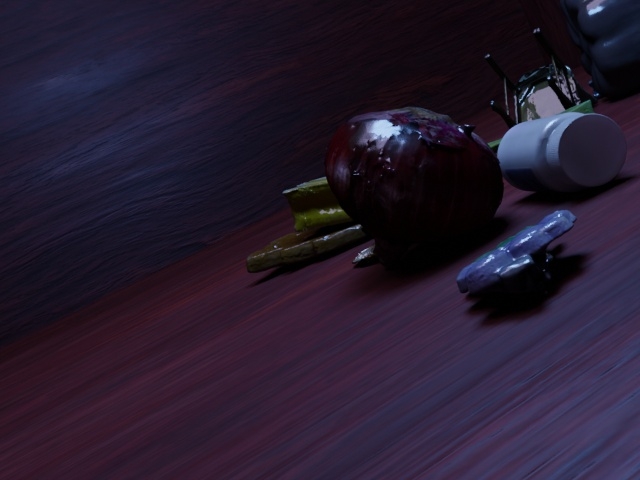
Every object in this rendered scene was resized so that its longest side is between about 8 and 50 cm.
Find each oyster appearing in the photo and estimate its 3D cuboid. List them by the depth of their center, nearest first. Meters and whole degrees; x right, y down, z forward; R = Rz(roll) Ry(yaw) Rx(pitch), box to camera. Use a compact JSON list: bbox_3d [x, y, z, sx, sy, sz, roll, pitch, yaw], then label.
[{"bbox_3d":[0.076,0.022,1.077,0.054,0.019,0.083,-45,3,-11],"label":"oyster"}]

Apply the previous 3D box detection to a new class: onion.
[{"bbox_3d":[0.114,-0.070,0.940,0.252,0.219,0.252,19,14,-5],"label":"onion"}]

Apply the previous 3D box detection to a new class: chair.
[{"bbox_3d":[0.516,-0.311,1.604,0.160,0.319,0.186,-22,52,33],"label":"chair"}]

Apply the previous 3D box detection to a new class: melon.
[{"bbox_3d":[0.417,-0.211,1.416,0.262,0.053,0.114,-17,6,30],"label":"melon"}]

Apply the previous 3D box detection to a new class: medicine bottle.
[{"bbox_3d":[0.314,-0.115,0.927,0.103,0.102,0.187,-26,7,-5],"label":"medicine bottle"}]

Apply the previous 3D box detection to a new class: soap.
[{"bbox_3d":[0.109,-0.098,1.336,0.315,0.091,0.199,-12,7,21],"label":"soap"}]

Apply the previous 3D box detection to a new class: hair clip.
[{"bbox_3d":[0.189,0.018,0.659,0.124,0.052,0.195,-29,-1,13],"label":"hair clip"}]

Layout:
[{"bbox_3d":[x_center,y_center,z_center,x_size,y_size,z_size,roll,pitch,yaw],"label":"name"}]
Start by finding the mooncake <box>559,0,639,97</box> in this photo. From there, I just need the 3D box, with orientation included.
[{"bbox_3d":[0.673,-0.482,1.618,0.154,0.306,0.306,-24,7,16],"label":"mooncake"}]

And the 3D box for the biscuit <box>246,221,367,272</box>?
[{"bbox_3d":[0.000,0.001,1.383,0.278,0.043,0.302,-25,9,-34],"label":"biscuit"}]

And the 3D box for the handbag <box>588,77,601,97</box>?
[{"bbox_3d":[0.795,-0.442,1.843,0.179,0.062,0.229,-20,8,34],"label":"handbag"}]
